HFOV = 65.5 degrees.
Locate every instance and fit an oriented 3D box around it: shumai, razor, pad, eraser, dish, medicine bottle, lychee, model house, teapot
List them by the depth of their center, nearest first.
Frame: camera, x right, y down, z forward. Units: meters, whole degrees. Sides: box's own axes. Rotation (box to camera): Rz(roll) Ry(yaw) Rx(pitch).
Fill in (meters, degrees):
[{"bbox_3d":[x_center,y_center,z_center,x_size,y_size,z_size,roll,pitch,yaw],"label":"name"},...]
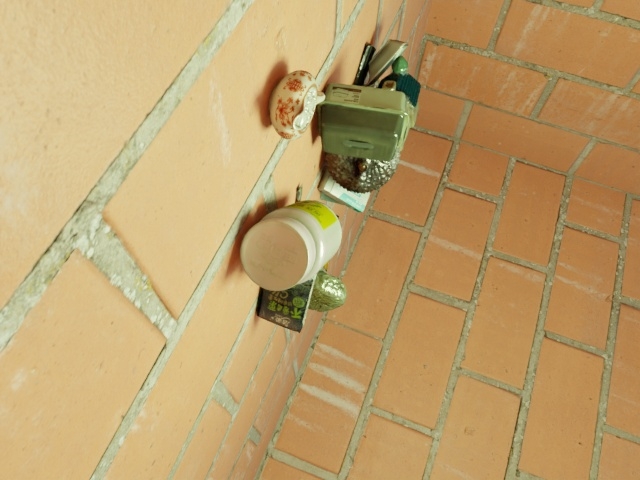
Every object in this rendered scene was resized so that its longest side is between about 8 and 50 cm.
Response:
[{"bbox_3d":[-0.055,-0.322,1.174,0.245,0.116,0.159,-56,151,-48],"label":"teapot"},{"bbox_3d":[-0.073,0.007,1.414,0.378,0.213,0.214,-40,149,-73],"label":"medicine bottle"},{"bbox_3d":[0.160,-0.327,1.863,0.300,0.299,0.300,20,90,-81],"label":"lychee"},{"bbox_3d":[0.243,-0.713,1.988,0.234,0.064,0.154,-46,-177,25],"label":"dish"},{"bbox_3d":[0.269,-0.559,1.991,0.284,0.243,0.299,81,23,-63],"label":"model house"},{"bbox_3d":[0.168,-0.667,2.002,0.174,0.022,0.233,-48,157,-69],"label":"pad"},{"bbox_3d":[0.099,-0.202,2.022,0.052,0.225,0.096,8,-107,55],"label":"eraser"},{"bbox_3d":[-0.003,0.178,2.160,0.225,0.260,0.222,54,43,-38],"label":"shumai"},{"bbox_3d":[0.072,-0.240,2.167,0.232,0.105,0.068,-73,177,-55],"label":"razor"}]

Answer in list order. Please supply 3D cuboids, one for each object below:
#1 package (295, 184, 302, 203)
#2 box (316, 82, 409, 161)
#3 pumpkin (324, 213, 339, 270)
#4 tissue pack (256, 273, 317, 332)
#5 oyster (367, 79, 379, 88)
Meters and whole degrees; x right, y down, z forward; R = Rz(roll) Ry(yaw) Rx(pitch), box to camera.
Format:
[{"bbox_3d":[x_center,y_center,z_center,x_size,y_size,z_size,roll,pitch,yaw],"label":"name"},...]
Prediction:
[{"bbox_3d":[-0.075,-0.146,1.699,0.110,0.015,0.037,102,7,-45],"label":"package"},{"bbox_3d":[0.133,-0.375,1.597,0.221,0.290,0.166,85,14,-70],"label":"box"},{"bbox_3d":[-0.004,0.004,2.042,0.131,0.125,0.248,-128,-132,-83],"label":"pumpkin"},{"bbox_3d":[-0.115,0.180,1.660,0.073,0.173,0.236,-55,161,-55],"label":"tissue pack"},{"bbox_3d":[0.249,-0.705,2.290,0.165,0.053,0.109,-16,115,-70],"label":"oyster"}]
